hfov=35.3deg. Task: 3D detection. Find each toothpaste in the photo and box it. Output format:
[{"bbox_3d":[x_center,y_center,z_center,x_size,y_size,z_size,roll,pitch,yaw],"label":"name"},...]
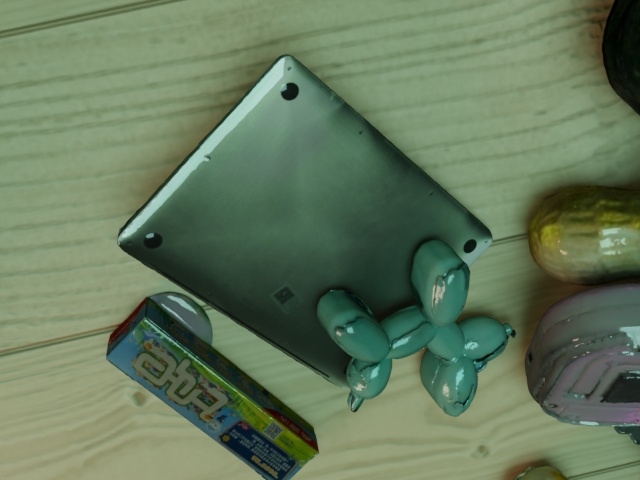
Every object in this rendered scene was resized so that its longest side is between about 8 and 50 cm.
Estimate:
[{"bbox_3d":[-0.080,0.122,0.839,0.193,0.044,0.070,41,100,-19],"label":"toothpaste"}]

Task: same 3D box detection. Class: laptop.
[{"bbox_3d":[0.000,0.000,0.781,0.187,0.015,0.269,-47,127,9],"label":"laptop"}]

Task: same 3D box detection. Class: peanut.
[{"bbox_3d":[0.267,-0.005,0.789,0.207,0.087,0.087,-4,112,22],"label":"peanut"}]

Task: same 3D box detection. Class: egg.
[{"bbox_3d":[0.203,0.247,0.907,0.071,0.071,0.083,-25,114,2],"label":"egg"}]

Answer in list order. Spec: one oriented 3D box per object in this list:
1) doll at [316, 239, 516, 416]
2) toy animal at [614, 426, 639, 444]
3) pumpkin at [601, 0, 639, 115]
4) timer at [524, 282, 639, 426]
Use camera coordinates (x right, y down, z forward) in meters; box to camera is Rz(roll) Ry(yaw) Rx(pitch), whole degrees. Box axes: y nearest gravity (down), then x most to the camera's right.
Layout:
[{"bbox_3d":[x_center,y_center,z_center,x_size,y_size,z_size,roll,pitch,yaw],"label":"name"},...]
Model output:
[{"bbox_3d":[0.086,0.081,0.822,0.159,0.059,0.158,-23,126,-13],"label":"doll"},{"bbox_3d":[0.380,0.255,0.904,0.197,0.160,0.272,-17,118,-3],"label":"toy animal"},{"bbox_3d":[0.300,-0.116,0.716,0.212,0.211,0.152,29,112,-16],"label":"pumpkin"},{"bbox_3d":[0.275,0.096,0.810,0.208,0.069,0.191,0,151,2],"label":"timer"}]
